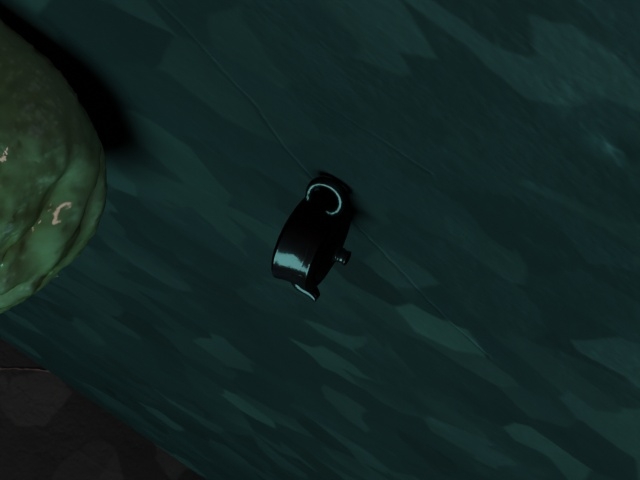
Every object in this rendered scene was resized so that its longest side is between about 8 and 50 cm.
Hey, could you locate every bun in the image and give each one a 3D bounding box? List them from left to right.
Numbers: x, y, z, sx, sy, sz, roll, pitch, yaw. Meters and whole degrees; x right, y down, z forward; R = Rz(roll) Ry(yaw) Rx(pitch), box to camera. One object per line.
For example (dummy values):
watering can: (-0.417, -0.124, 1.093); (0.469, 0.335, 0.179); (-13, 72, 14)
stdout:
bun: (-0.342, -0.075, 1.314); (0.349, 0.227, 0.352); (27, 162, 26)

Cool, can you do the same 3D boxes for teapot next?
teapot: (0.000, 0.000, 1.178); (0.045, 0.068, 0.100); (26, 130, 11)
